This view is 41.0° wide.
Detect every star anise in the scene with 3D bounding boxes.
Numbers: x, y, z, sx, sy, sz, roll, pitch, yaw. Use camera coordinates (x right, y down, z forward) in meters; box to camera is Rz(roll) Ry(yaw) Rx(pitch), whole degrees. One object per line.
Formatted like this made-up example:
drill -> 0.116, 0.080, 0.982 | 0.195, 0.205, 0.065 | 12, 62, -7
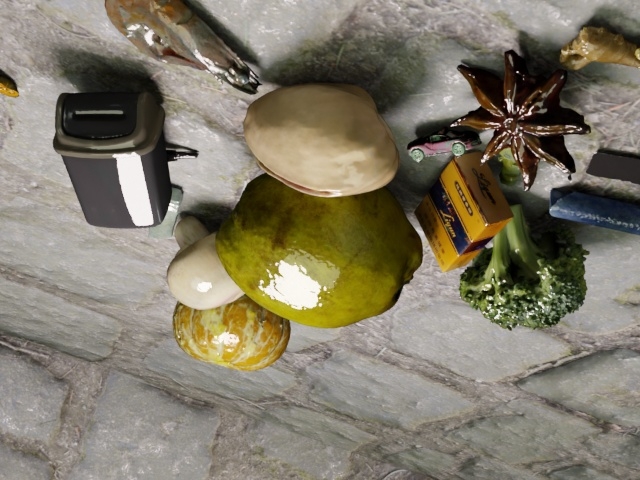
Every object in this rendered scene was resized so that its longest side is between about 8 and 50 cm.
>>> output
star anise -> 0.344, -0.213, 1.439 | 0.272, 0.102, 0.272 | 32, 143, 28

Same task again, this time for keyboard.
keyboard -> 0.594, -0.129, 1.573 | 0.196, 0.015, 0.074 | 10, 148, 8

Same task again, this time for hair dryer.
hair dryer -> -0.367, -0.171, 1.906 | 0.219, 0.075, 0.195 | -4, 154, 16

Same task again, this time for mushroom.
mushroom -> -0.268, 0.040, 2.100 | 0.234, 0.254, 0.260 | 57, 171, 11

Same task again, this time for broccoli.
broccoli -> 0.423, 0.062, 1.766 | 0.288, 0.260, 0.235 | -8, 159, 38

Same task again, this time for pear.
pear -> 0.000, 0.000, 1.757 | 0.413, 0.352, 0.352 | 18, 152, -12

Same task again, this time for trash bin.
trash bin -> -0.413, -0.171, 1.740 | 0.209, 0.182, 0.290 | 0, 133, 4

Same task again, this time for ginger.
ginger -> 0.477, -0.291, 1.292 | 0.176, 0.052, 0.193 | 27, 149, -11

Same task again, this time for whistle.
whistle -> 0.598, -0.044, 1.674 | 0.304, 0.062, 0.062 | 13, 152, 3
whistle -> 0.369, -0.163, 1.583 | 0.104, 0.057, 0.198 | 8, 159, 3

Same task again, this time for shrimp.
shrimp -> -0.248, -0.347, 1.527 | 0.317, 0.062, 0.164 | 34, 150, -25

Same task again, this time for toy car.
toy car -> 0.230, -0.183, 1.597 | 0.142, 0.069, 0.055 | -5, 107, 32

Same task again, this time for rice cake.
rice cake -> -0.377, -0.067, 2.083 | 0.069, 0.063, 0.206 | 12, 153, -8

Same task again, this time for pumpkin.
pumpkin -> -0.664, -0.327, 1.785 | 0.050, 0.028, 0.083 | -3, 156, 32

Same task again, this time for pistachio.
pistachio -> -0.001, -0.181, 1.553 | 0.318, 0.214, 0.193 | 11, 156, 32

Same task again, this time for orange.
orange -> -0.239, 0.222, 2.326 | 0.329, 0.249, 0.329 | 11, 171, 2

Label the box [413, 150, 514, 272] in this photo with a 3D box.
box -> 0.280, -0.053, 1.707 | 0.070, 0.152, 0.237 | -16, 161, -19
